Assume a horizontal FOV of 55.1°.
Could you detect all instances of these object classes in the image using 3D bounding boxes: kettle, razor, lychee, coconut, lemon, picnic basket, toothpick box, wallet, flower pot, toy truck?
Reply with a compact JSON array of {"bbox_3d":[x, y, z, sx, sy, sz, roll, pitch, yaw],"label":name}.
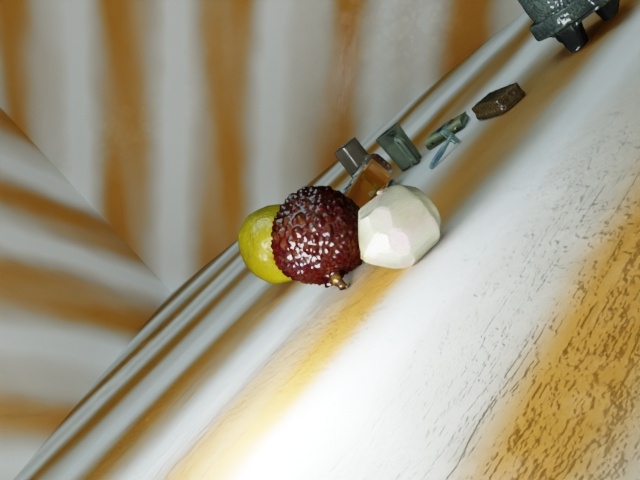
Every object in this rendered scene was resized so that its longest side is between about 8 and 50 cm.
[{"bbox_3d":[0.282,-0.328,2.136,0.098,0.148,0.127,-45,10,-35],"label":"kettle"},{"bbox_3d":[0.372,-0.275,1.890,0.135,0.068,0.040,-55,12,-14],"label":"razor"},{"bbox_3d":[0.000,0.000,1.532,0.264,0.300,0.264,-16,-30,-10],"label":"lychee"},{"bbox_3d":[0.152,-0.023,1.282,0.183,0.171,0.171,-35,9,-13],"label":"coconut"},{"bbox_3d":[-0.133,0.006,1.925,0.253,0.253,0.310,-40,12,1],"label":"lemon"},{"bbox_3d":[0.546,-0.431,1.899,0.110,0.055,0.193,-42,9,-7],"label":"picnic basket"},{"bbox_3d":[0.149,-0.301,2.403,0.111,0.180,0.111,-37,12,9],"label":"toothpick box"},{"bbox_3d":[0.437,-0.384,2.121,0.155,0.039,0.110,-31,15,39],"label":"wallet"},{"bbox_3d":[0.749,-0.735,1.842,0.299,0.283,0.299,-35,11,8],"label":"flower pot"},{"bbox_3d":[0.141,-0.169,1.999,0.135,0.114,0.270,-38,17,51],"label":"toy truck"}]

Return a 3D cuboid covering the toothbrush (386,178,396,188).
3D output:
[{"bbox_3d":[0.197,-0.118,1.912,0.030,0.025,0.342,-40,10,32],"label":"toothbrush"}]
